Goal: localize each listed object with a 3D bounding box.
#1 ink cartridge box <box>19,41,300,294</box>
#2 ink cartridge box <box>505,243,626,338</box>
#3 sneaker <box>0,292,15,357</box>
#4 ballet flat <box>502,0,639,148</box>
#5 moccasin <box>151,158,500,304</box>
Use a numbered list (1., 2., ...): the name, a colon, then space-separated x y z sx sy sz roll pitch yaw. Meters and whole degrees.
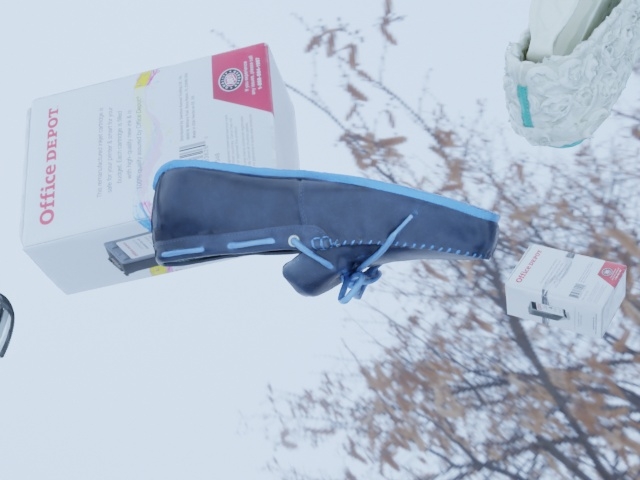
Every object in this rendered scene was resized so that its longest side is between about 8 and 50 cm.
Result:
1. ink cartridge box: -0.183 -0.084 1.368 0.306 0.131 0.226 -13 -125 11
2. ink cartridge box: 0.329 0.067 1.552 0.099 0.135 0.056 -48 -38 -40
3. sneaker: -0.372 0.112 1.005 0.132 0.086 0.228 49 -121 -35
4. ballet flat: 0.298 -0.279 1.180 0.147 0.147 0.408 34 -112 -14
5. moccasin: 0.000 0.000 1.088 0.342 0.138 0.116 7 -96 27
